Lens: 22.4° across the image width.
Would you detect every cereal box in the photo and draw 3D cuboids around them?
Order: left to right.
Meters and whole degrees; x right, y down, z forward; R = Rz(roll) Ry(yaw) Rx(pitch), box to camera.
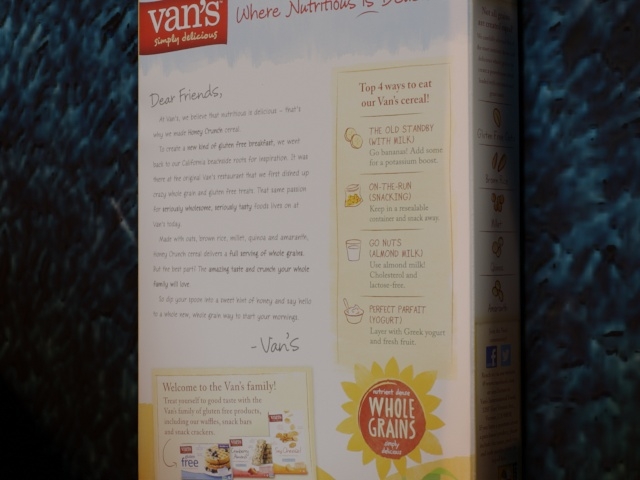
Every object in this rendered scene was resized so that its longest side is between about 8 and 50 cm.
[{"bbox_3d":[0.000,0.000,0.675,0.173,0.047,0.240,0,89,36],"label":"cereal box"}]
